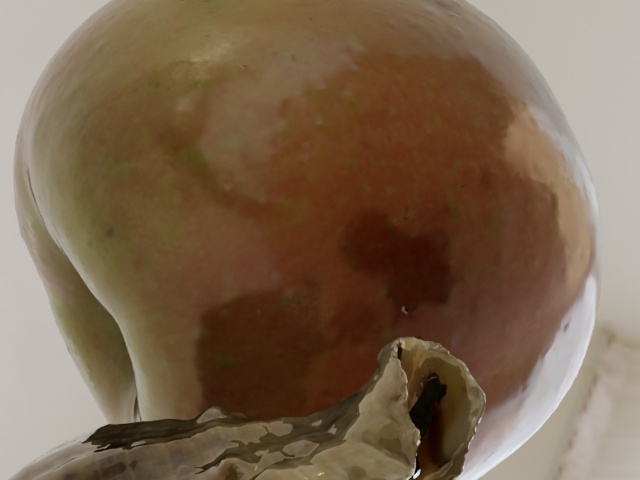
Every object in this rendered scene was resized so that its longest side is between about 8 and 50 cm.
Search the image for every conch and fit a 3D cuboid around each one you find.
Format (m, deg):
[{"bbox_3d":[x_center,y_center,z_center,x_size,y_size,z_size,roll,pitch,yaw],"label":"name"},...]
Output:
[{"bbox_3d":[-0.065,0.139,0.539,0.210,0.159,0.291,-11,-49,-54],"label":"conch"}]

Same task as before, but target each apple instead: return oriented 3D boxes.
[{"bbox_3d":[0.000,0.000,0.781,0.277,0.319,0.319,-23,-64,-18],"label":"apple"}]
